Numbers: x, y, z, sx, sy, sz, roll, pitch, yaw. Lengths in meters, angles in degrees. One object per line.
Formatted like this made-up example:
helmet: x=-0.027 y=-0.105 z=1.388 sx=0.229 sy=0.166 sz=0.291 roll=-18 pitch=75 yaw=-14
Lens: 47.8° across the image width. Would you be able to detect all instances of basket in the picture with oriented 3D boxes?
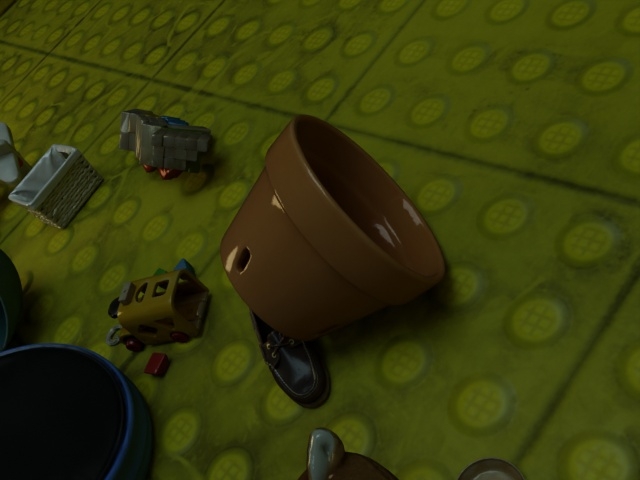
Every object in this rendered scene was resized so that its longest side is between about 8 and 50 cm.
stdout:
basket: x=-0.589 y=-0.119 z=1.621 sx=0.113 sy=0.103 sz=0.167 roll=15 pitch=63 yaw=42

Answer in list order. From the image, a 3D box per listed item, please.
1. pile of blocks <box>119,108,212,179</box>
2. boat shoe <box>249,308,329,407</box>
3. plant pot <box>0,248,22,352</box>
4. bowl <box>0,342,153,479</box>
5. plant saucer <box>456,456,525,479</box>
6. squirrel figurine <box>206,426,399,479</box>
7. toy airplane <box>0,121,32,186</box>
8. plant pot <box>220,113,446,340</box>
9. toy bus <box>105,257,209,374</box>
pile of blocks: x=-0.322 y=-0.191 z=1.517 sx=0.362 sy=0.149 sz=0.112 roll=35 pitch=121 yaw=56
boat shoe: x=-0.055 y=0.150 z=1.038 sx=0.073 sy=0.073 sz=0.207 roll=-37 pitch=43 yaw=0
plant pot: x=-0.709 y=0.099 z=1.418 sx=0.290 sy=0.290 sz=0.195 roll=-26 pitch=17 yaw=14
bowl: x=-0.449 y=0.314 z=1.062 sx=0.391 sy=0.077 sz=0.391 roll=-5 pitch=43 yaw=5
plant saucer: x=0.188 y=0.281 z=0.795 sx=0.083 sy=0.015 sz=0.083 roll=-19 pitch=46 yaw=20
squirrel figurine: x=-0.083 y=0.364 z=0.733 sx=0.397 sy=0.281 sz=0.370 roll=13 pitch=56 yaw=38
toy airplane: x=-0.902 y=-0.132 z=1.771 sx=0.384 sy=0.272 sz=0.386 roll=23 pitch=53 yaw=4
plant pot: x=0.000 y=0.000 z=0.997 sx=0.203 sy=0.291 sz=0.291 roll=-41 pitch=39 yaw=21
toy bus: x=-0.290 y=0.112 z=1.209 sx=0.202 sy=0.104 sz=0.191 roll=-46 pitch=42 yaw=-8
